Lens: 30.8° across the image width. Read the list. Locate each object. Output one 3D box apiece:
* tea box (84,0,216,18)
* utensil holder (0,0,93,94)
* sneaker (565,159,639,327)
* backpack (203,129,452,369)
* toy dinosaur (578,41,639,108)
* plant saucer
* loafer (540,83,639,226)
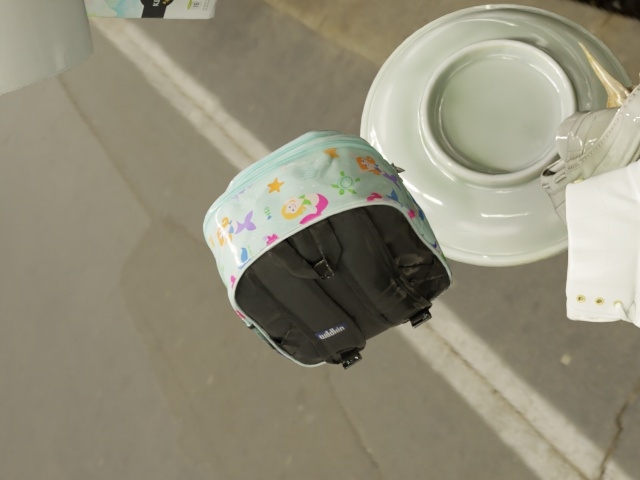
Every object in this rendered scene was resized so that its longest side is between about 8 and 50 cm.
[{"bbox_3d":[-0.285,-0.498,1.606,0.329,0.323,0.220,115,144,-48],"label":"tea box"},{"bbox_3d":[-0.420,-0.339,1.157,0.327,0.385,0.327,-11,19,4],"label":"utensil holder"},{"bbox_3d":[0.309,0.068,1.025,0.169,0.293,0.108,-16,3,23],"label":"sneaker"},{"bbox_3d":[0.000,0.000,1.222,0.225,0.253,0.191,-30,61,9],"label":"backpack"},{"bbox_3d":[0.380,-0.171,1.423,0.053,0.183,0.092,-44,8,-24],"label":"toy dinosaur"},{"bbox_3d":[0.249,-0.167,1.628,0.100,0.400,0.400,61,-129,-71],"label":"plant saucer"},{"bbox_3d":[0.321,-0.103,1.340,0.112,0.111,0.319,-40,-13,-17],"label":"loafer"}]
